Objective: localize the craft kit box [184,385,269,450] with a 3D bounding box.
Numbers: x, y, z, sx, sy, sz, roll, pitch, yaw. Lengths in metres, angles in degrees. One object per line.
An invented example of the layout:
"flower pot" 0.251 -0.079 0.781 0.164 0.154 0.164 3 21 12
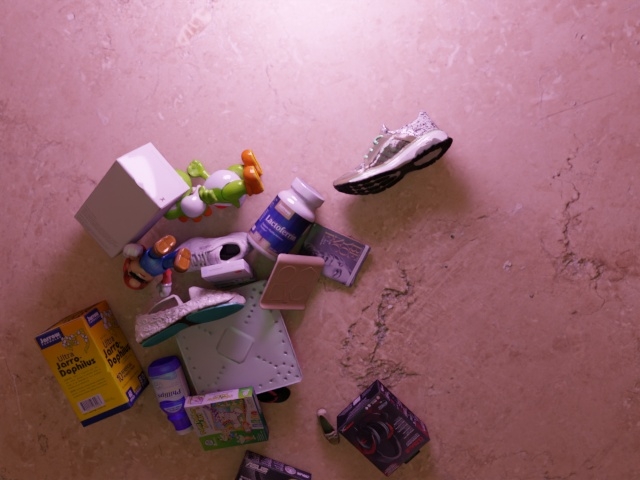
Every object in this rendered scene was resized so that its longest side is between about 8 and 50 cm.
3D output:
"craft kit box" -0.334 0.645 1.961 0.246 0.061 0.250 -10 122 6

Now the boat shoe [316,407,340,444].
"boat shoe" 0.028 0.695 2.006 0.056 0.048 0.153 -20 100 5

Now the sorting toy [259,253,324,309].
"sorting toy" -0.100 0.142 1.855 0.193 0.038 0.208 7 114 -37

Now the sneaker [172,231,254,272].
"sneaker" -0.381 0.041 1.839 0.305 0.152 0.114 -16 101 6

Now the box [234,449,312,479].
"box" -0.195 0.942 2.052 0.270 0.060 0.216 22 101 -3

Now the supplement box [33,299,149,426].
"supplement box" -0.789 0.424 1.899 0.195 0.194 0.356 -23 100 6

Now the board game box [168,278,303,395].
"board game box" -0.301 0.367 1.936 0.390 0.050 0.390 -17 98 7

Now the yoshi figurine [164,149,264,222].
"yoshi figurine" -0.381 -0.189 1.787 0.362 0.203 0.203 -22 84 8

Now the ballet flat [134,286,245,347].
"ballet flat" -0.459 0.233 1.840 0.409 0.147 0.147 -23 99 8

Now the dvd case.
"dvd case" 0.042 0.050 1.885 0.221 0.018 0.164 24 106 -7

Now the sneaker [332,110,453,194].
"sneaker" 0.219 -0.289 1.796 0.410 0.158 0.182 -26 68 8

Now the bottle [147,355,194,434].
"bottle" -0.532 0.565 1.971 0.118 0.092 0.283 -14 100 3

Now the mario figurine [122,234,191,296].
"mario figurine" -0.564 0.101 1.794 0.320 0.170 0.198 -23 88 45

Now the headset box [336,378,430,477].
"headset box" 0.235 0.689 1.969 0.218 0.110 0.293 -44 97 8

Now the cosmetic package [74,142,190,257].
"cosmetic package" -0.606 -0.119 1.728 0.365 0.155 0.197 -33 100 38

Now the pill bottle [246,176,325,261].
"pill bottle" -0.112 -0.071 1.811 0.153 0.153 0.264 38 99 -6

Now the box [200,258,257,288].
"box" -0.306 0.116 1.837 0.145 0.186 0.038 -12 73 4

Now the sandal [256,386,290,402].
"sandal" -0.200 0.568 1.991 0.179 0.040 0.067 1 99 1
